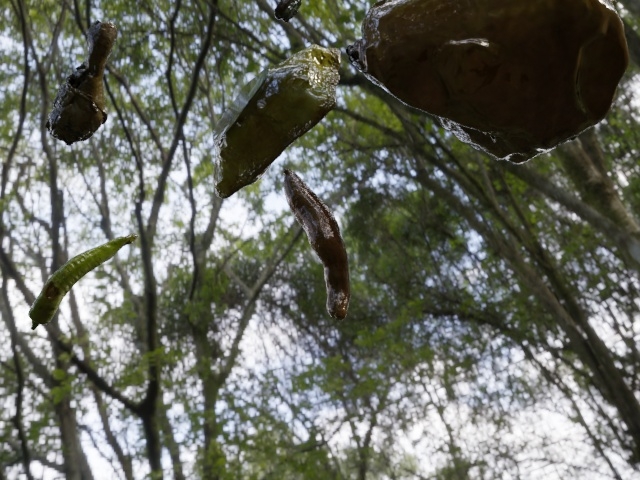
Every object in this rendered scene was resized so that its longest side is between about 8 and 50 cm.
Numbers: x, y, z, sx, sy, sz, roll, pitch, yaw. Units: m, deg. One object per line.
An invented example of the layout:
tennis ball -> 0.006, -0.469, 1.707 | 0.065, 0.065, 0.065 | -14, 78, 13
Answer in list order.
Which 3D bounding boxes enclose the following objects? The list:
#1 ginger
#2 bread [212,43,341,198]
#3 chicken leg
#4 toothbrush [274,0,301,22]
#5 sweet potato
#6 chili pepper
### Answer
ginger -> 0.188, -0.205, 0.779 | 0.269, 0.200, 0.223 | 30, -73, -25
bread -> -0.072, -0.164, 0.991 | 0.088, 0.161, 0.233 | 38, -58, -17
chicken leg -> -0.344, -0.231, 1.099 | 0.069, 0.085, 0.198 | 12, -70, -43
toothbrush -> 0.048, -0.394, 0.946 | 0.040, 0.364, 0.041 | 28, -28, 17
sweet potato -> 0.001, -0.003, 0.732 | 0.044, 0.179, 0.044 | -18, -28, -10
chili pepper -> -0.362, 0.050, 1.103 | 0.208, 0.043, 0.049 | -45, -71, -14
